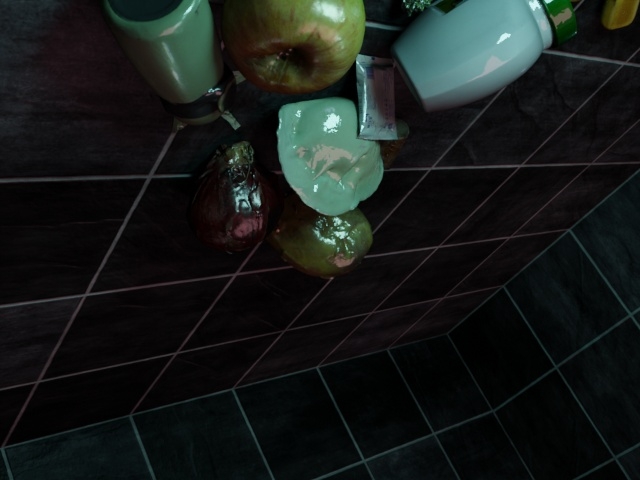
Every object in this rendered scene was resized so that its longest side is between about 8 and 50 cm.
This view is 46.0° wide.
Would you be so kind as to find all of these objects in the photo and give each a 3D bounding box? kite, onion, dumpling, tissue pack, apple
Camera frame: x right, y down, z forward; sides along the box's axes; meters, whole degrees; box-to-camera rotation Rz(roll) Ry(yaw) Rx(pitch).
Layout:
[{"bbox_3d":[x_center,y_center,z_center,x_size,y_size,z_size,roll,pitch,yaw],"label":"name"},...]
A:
[{"bbox_3d":[-0.227,-0.295,1.616,0.229,0.012,0.250,-33,157,11],"label":"kite"},{"bbox_3d":[-0.192,-0.089,1.825,0.221,0.281,0.281,9,172,27],"label":"onion"},{"bbox_3d":[0.022,-0.219,1.827,0.320,0.212,0.270,-5,113,-17],"label":"dumpling"},{"bbox_3d":[0.132,-0.331,1.754,0.122,0.193,0.026,-5,-176,-41],"label":"tissue pack"},{"bbox_3d":[-0.048,-0.369,1.286,0.260,0.194,0.261,5,149,3],"label":"apple"}]

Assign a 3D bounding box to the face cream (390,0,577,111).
[{"bbox_3d":[0.342,-0.436,1.626,0.356,0.312,0.220,-30,115,8],"label":"face cream"}]

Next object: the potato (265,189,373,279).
[{"bbox_3d":[0.000,0.000,2.170,0.288,0.237,0.301,-33,156,10],"label":"potato"}]

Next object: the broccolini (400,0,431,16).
[{"bbox_3d":[0.341,-0.585,1.579,0.392,0.074,0.079,-29,163,4],"label":"broccolini"}]

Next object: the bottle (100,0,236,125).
[{"bbox_3d":[-0.249,-0.331,1.330,0.168,0.169,0.347,-27,159,-3],"label":"bottle"}]

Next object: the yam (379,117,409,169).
[{"bbox_3d":[0.184,-0.261,2.054,0.079,0.079,0.141,-13,151,-33],"label":"yam"}]

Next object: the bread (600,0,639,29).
[{"bbox_3d":[0.786,-0.648,1.947,0.092,0.074,0.239,-13,155,3],"label":"bread"}]
